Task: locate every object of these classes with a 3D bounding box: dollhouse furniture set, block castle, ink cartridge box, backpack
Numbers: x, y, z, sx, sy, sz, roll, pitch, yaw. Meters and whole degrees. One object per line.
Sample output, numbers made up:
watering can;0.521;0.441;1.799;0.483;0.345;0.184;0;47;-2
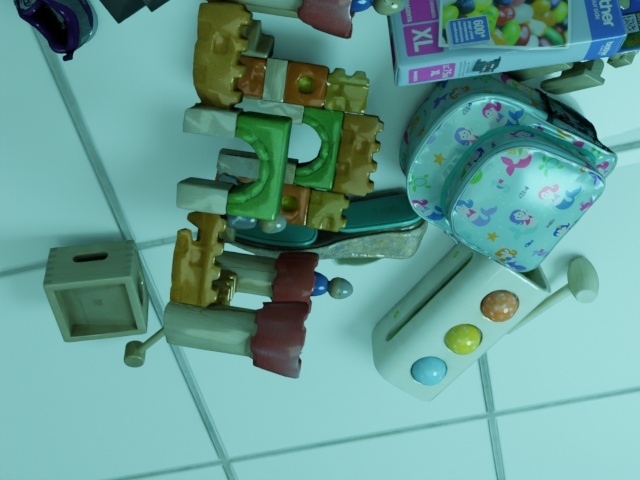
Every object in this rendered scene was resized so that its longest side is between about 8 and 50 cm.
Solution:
dollhouse furniture set;0.331;-0.275;1.064;0.144;0.123;0.151;25;85;-17
block castle;-0.033;-0.099;0.955;0.213;0.303;0.453;8;104;1
ink cartridge box;0.232;-0.296;0.961;0.311;0.185;0.065;-7;166;1
backpack;0.237;-0.095;1.094;0.254;0.191;0.225;28;120;-13

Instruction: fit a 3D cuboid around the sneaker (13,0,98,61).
sneaker;-0.350;-0.323;0.970;0.083;0.098;0.223;-28;120;16

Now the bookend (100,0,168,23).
bookend;-0.202;-0.306;0.951;0.156;0.157;0.072;-29;119;16

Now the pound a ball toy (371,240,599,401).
pound a ball toy;0.259;0.127;1.264;0.208;0.135;0.319;32;118;-20

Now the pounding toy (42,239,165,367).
pounding toy;-0.307;0.100;1.262;0.181;0.094;0.206;-6;133;-3

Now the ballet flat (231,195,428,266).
ballet flat;0.000;0.000;1.197;0.316;0.107;0.106;0;137;-1
